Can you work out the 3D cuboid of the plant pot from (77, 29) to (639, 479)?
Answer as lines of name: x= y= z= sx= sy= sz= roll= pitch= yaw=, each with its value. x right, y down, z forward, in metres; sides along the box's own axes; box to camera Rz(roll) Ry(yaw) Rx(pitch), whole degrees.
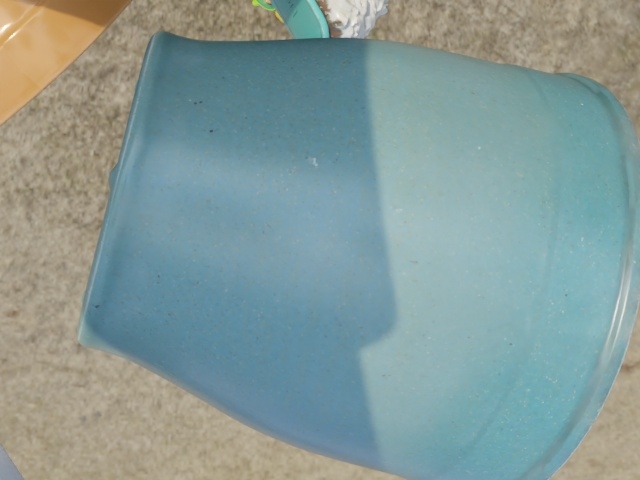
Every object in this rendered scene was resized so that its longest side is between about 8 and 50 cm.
plant pot: x=0.000 y=0.000 z=0.490 sx=0.255 sy=0.271 sz=0.271 roll=13 pitch=140 yaw=-14

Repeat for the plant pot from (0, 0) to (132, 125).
plant pot: x=-0.370 y=-0.278 z=0.919 sx=0.291 sy=0.290 sz=0.203 roll=-27 pitch=120 yaw=28

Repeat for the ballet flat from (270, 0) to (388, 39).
ballet flat: x=-0.063 y=-0.374 z=0.825 sx=0.147 sy=0.147 sz=0.408 roll=-28 pitch=104 yaw=29

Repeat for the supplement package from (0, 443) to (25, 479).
supplement package: x=-0.301 y=0.219 z=0.482 sx=0.203 sy=0.194 sz=0.149 roll=-21 pitch=103 yaw=28

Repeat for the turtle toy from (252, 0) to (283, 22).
turtle toy: x=-0.044 y=-0.354 z=1.060 sx=0.130 sy=0.095 sz=0.066 roll=-42 pitch=155 yaw=17
